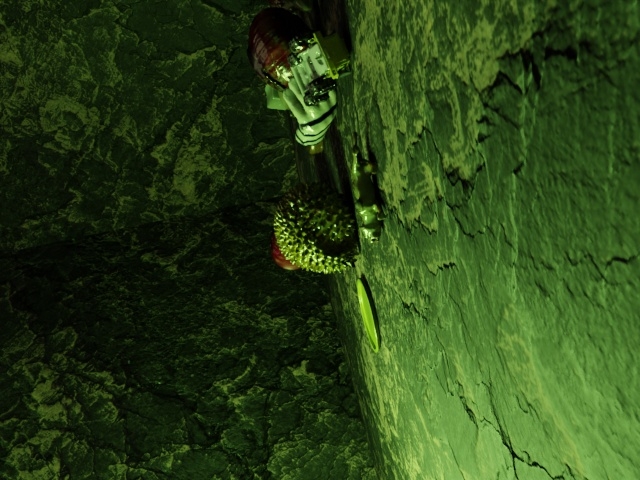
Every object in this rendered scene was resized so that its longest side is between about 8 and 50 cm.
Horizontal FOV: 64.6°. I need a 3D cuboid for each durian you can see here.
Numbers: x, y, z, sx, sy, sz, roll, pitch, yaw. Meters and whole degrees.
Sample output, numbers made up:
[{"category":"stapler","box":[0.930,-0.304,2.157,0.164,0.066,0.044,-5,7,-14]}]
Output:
[{"category":"durian","box":[-0.011,-0.035,1.508,0.258,0.258,0.293,174,79,-86]}]

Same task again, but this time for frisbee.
[{"category":"frisbee","box":[0.149,0.229,1.567,0.236,0.017,0.236,168,90,-86]}]

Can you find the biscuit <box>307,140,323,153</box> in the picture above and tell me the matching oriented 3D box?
[{"category":"biscuit","box":[-0.041,-0.488,1.721,0.359,0.074,0.381,-114,11,-71]}]

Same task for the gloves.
[{"category":"gloves","box":[-0.015,-0.363,1.355,0.131,0.140,0.219,57,156,18]}]

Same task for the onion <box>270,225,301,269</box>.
[{"category":"onion","box":[-0.036,-0.034,1.966,0.348,0.285,0.348,-62,-8,-16]}]

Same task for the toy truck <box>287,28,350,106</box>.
[{"category":"toy truck","box":[-0.004,-0.389,1.149,0.286,0.111,0.136,-144,30,-79]}]

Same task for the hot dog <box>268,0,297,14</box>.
[{"category":"hot dog","box":[-0.132,-0.847,1.710,0.146,0.103,0.213,-110,10,-69]}]

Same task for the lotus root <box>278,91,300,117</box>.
[{"category":"lotus root","box":[-0.089,-0.471,1.563,0.090,0.077,0.183,166,92,-68]}]

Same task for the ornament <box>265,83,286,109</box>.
[{"category":"ornament","box":[-0.147,-0.583,1.698,0.130,0.120,0.285,8,109,61]}]

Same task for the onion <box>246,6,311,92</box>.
[{"category":"onion","box":[-0.098,-0.521,1.410,0.246,0.190,0.246,34,-141,-33]}]

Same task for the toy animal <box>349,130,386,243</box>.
[{"category":"toy animal","box":[0.092,-0.108,1.069,0.099,0.056,0.241,-132,30,-83]}]

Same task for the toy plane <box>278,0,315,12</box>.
[{"category":"toy plane","box":[-0.073,-0.708,1.380,0.242,0.104,0.256,112,155,-55]}]
